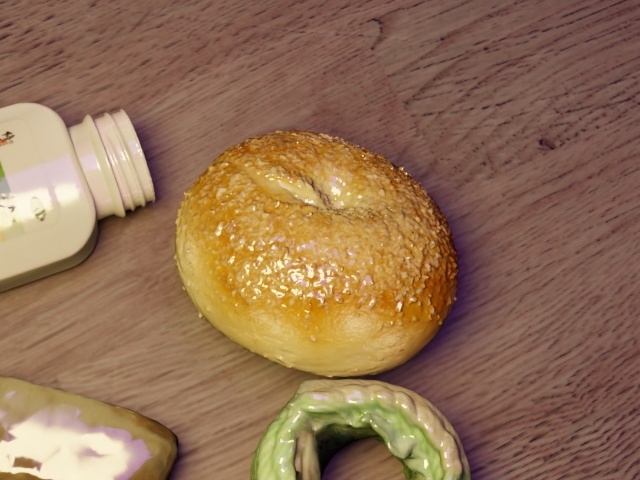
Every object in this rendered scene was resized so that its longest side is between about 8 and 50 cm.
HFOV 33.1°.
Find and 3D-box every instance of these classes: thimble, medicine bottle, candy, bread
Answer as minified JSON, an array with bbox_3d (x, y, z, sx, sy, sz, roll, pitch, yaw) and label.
[{"bbox_3d":[0.036,0.240,1.066,0.218,0.150,0.219,2,70,-6],"label":"thimble"},{"bbox_3d":[-0.344,-0.041,1.142,0.324,0.124,0.179,-19,79,-15],"label":"medicine bottle"},{"bbox_3d":[-0.260,0.207,1.069,0.233,0.102,0.104,13,68,0],"label":"candy"},{"bbox_3d":[0.000,0.000,1.113,0.305,0.159,0.306,9,45,-9],"label":"bread"}]
